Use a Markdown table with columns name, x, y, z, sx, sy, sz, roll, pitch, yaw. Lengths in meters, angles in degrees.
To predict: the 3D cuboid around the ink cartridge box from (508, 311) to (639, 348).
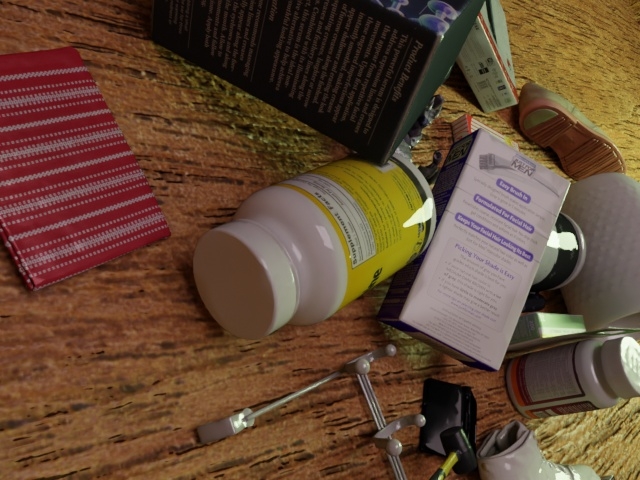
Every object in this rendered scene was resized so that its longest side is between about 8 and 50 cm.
| name | x | y | z | sx | sy | sz | roll | pitch | yaw |
| --- | --- | --- | --- | --- | --- | --- | --- | --- | --- |
| ink cartridge box | 0.443 | 0.159 | 1.102 | 0.171 | 0.235 | 0.056 | 8 | 66 | -39 |

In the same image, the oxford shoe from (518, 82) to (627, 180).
| name | x | y | z | sx | sy | sz | roll | pitch | yaw |
| --- | --- | --- | --- | --- | --- | --- | --- | --- | --- |
| oxford shoe | 0.671 | -0.284 | 1.594 | 0.396 | 0.140 | 0.147 | 32 | 45 | -29 |

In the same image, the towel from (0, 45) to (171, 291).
| name | x | y | z | sx | sy | sz | roll | pitch | yaw |
| --- | --- | --- | --- | --- | --- | --- | --- | --- | --- |
| towel | -0.312 | -0.096 | 0.703 | 0.198 | 0.031 | 0.275 | -29 | 92 | -47 |

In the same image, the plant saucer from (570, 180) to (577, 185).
| name | x | y | z | sx | sy | sz | roll | pitch | yaw |
| --- | --- | --- | --- | --- | --- | --- | --- | --- | --- |
| plant saucer | 0.697 | -0.125 | 1.622 | 0.083 | 0.015 | 0.084 | 20 | 58 | -34 |

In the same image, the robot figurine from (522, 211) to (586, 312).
| name | x | y | z | sx | sy | sz | roll | pitch | yaw |
| --- | --- | --- | --- | --- | --- | --- | --- | --- | --- |
| robot figurine | 0.393 | 0.014 | 1.179 | 0.278 | 0.209 | 0.174 | 5 | 32 | -39 |

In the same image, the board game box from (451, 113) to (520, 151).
| name | x | y | z | sx | sy | sz | roll | pitch | yaw |
| --- | --- | --- | --- | --- | --- | --- | --- | --- | --- |
| board game box | 0.376 | -0.178 | 1.341 | 0.193 | 0.045 | 0.147 | 16 | 60 | -35 |

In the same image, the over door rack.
| name | x | y | z | sx | sy | sz | roll | pitch | yaw |
| --- | --- | --- | --- | --- | --- | --- | --- | --- | --- |
| over door rack | 0.036 | 0.287 | 0.771 | 0.324 | 0.108 | 0.240 | -13 | 78 | -44 |

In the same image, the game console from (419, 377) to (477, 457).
| name | x | y | z | sx | sy | sz | roll | pitch | yaw |
| --- | --- | --- | --- | --- | --- | --- | --- | --- | --- |
| game console | 0.212 | 0.301 | 0.988 | 0.107 | 0.071 | 0.122 | 58 | 36 | -48 |

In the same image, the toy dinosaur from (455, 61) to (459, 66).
| name | x | y | z | sx | sy | sz | roll | pitch | yaw |
| --- | --- | --- | --- | --- | --- | --- | --- | --- | --- |
| toy dinosaur | 0.279 | -0.467 | 1.405 | 0.183 | 0.053 | 0.093 | 57 | 29 | -15 |

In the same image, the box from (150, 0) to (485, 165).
| name | x | y | z | sx | sy | sz | roll | pitch | yaw |
| --- | --- | --- | --- | --- | --- | --- | --- | --- | --- |
| box | 0.007 | -0.343 | 0.872 | 0.395 | 0.212 | 0.294 | 29 | 47 | 7 |

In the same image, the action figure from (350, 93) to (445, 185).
| name | x | y | z | sx | sy | sz | roll | pitch | yaw |
| --- | --- | --- | --- | --- | --- | --- | --- | --- | --- |
| action figure | 0.153 | -0.196 | 1.119 | 0.185 | 0.099 | 0.285 | 43 | 50 | -24 |

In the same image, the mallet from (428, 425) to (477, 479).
| name | x | y | z | sx | sy | sz | roll | pitch | yaw |
| --- | --- | --- | --- | --- | --- | --- | --- | --- | --- |
| mallet | 0.160 | 0.299 | 0.807 | 0.189 | 0.039 | 0.063 | 4 | 65 | -58 |

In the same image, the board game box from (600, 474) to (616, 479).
| name | x | y | z | sx | sy | sz | roll | pitch | yaw |
| --- | --- | --- | --- | --- | --- | --- | --- | --- | --- |
| board game box | 0.554 | 0.555 | 1.133 | 0.194 | 0.060 | 0.194 | -24 | 86 | -46 |

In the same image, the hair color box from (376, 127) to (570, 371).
| name | x | y | z | sx | sy | sz | roll | pitch | yaw |
| --- | --- | --- | --- | --- | --- | --- | --- | --- | --- |
| hair color box | 0.248 | 0.015 | 0.979 | 0.185 | 0.110 | 0.339 | 28 | 79 | -11 |

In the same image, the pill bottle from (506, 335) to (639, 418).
| name | x | y | z | sx | sy | sz | roll | pitch | yaw |
| --- | --- | --- | --- | --- | --- | --- | --- | --- | --- |
| pill bottle | 0.458 | 0.245 | 1.083 | 0.121 | 0.221 | 0.121 | 19 | 58 | -34 |

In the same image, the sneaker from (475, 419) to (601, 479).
| name | x | y | z | sx | sy | sz | roll | pitch | yaw |
| --- | --- | --- | --- | --- | --- | --- | --- | --- | --- |
| sneaker | 0.374 | 0.383 | 1.019 | 0.292 | 0.108 | 0.169 | -3 | 79 | -41 |

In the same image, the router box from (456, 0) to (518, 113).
| name | x | y | z | sx | sy | sz | roll | pitch | yaw |
| --- | --- | --- | --- | --- | --- | --- | --- | --- | --- |
| router box | 0.349 | -0.510 | 1.377 | 0.335 | 0.082 | 0.301 | 38 | 46 | -49 |

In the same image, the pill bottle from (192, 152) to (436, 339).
| name | x | y | z | sx | sy | sz | roll | pitch | yaw |
| --- | --- | --- | --- | --- | --- | --- | --- | --- | --- |
| pill bottle | 0.000 | 0.000 | 0.822 | 0.333 | 0.187 | 0.188 | -27 | 89 | -45 |

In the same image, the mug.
| name | x | y | z | sx | sy | sz | roll | pitch | yaw |
| --- | --- | --- | --- | --- | --- | --- | --- | --- | --- |
| mug | 0.667 | 0.049 | 1.365 | 0.374 | 0.276 | 0.328 | 45 | 30 | -59 |
